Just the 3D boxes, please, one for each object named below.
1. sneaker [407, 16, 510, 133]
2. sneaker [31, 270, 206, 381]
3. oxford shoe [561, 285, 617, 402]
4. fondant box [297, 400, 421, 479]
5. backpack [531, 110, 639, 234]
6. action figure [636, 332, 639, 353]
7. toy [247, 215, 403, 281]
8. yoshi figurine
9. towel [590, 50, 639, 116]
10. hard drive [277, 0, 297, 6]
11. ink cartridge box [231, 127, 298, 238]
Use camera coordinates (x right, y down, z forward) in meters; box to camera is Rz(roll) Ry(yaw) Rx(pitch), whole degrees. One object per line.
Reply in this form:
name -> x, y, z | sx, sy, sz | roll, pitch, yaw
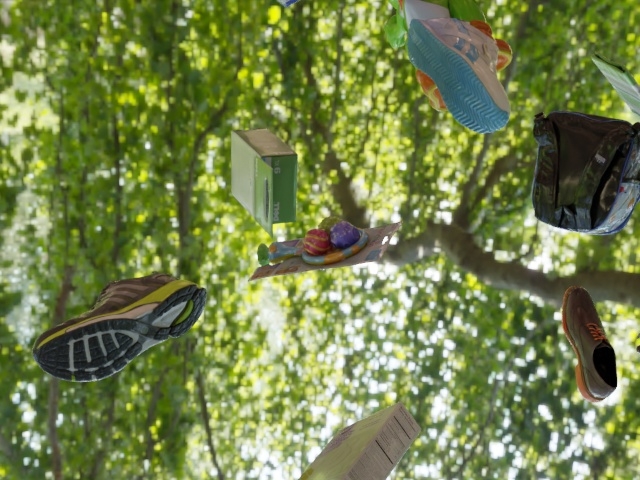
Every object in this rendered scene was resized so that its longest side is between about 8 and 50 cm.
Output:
sneaker -> 0.198, -0.228, 1.094 | 0.092, 0.087, 0.229 | -10, -133, -17
sneaker -> -0.331, 0.130, 1.337 | 0.121, 0.111, 0.300 | 24, -150, 36
oxford shoe -> 0.620, 0.222, 1.882 | 0.097, 0.271, 0.098 | -2, 156, -15
fondant box -> 0.069, 0.543, 1.988 | 0.238, 0.096, 0.330 | -35, -179, 38
backpack -> 0.608, -0.144, 1.889 | 0.213, 0.263, 0.276 | 14, -175, -39
action figure -> 0.655, 0.243, 1.569 | 0.099, 0.285, 0.185 | -2, -168, 15
toy -> 0.000, 0.000, 1.338 | 0.237, 0.056, 0.137 | -13, -158, 29
yoshi figurine -> 0.196, -0.405, 1.457 | 0.203, 0.203, 0.362 | -15, -117, -16
towel -> 0.525, -0.252, 1.396 | 0.152, 0.023, 0.113 | 40, -169, -29
hard drive -> 0.053, -0.420, 1.083 | 0.318, 0.040, 0.210 | -31, -142, -5
ink cartridge box -> -0.079, -0.091, 1.261 | 0.062, 0.109, 0.209 | -6, -157, -21
